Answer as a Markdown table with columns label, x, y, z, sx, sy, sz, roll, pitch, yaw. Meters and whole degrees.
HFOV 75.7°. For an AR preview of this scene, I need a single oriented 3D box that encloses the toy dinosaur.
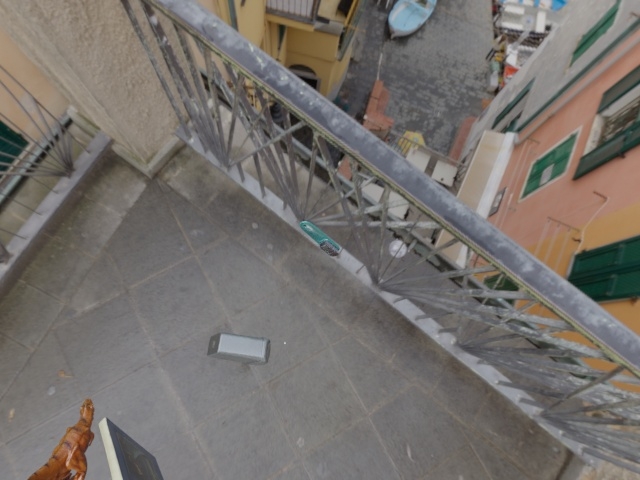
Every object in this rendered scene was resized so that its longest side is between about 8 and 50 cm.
| label | x | y | z | sx | sy | sz | roll | pitch | yaw |
| --- | --- | --- | --- | --- | --- | --- | --- | --- | --- |
| toy dinosaur | -0.666 | 0.598 | 1.075 | 0.097 | 0.432 | 0.208 | -2 | 103 | -10 |

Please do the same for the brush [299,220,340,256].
| label | x | y | z | sx | sy | sz | roll | pitch | yaw |
| --- | --- | --- | --- | --- | --- | --- | --- | --- | --- |
| brush | 0.000 | 0.000 | 1.235 | 0.043 | 0.193 | 0.032 | -23 | 52 | 24 |

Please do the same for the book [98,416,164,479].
| label | x | y | z | sx | sy | sz | roll | pitch | yaw |
| --- | --- | --- | --- | --- | --- | --- | --- | --- | --- |
| book | -0.390 | 0.513 | 0.891 | 0.025 | 0.269 | 0.191 | -42 | 122 | -20 |

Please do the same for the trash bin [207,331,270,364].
| label | x | y | z | sx | sy | sz | roll | pitch | yaw |
| --- | --- | --- | --- | --- | --- | --- | --- | --- | --- |
| trash bin | -0.317 | 0.436 | 1.654 | 0.236 | 0.176 | 0.101 | 16 | 66 | -25 |
